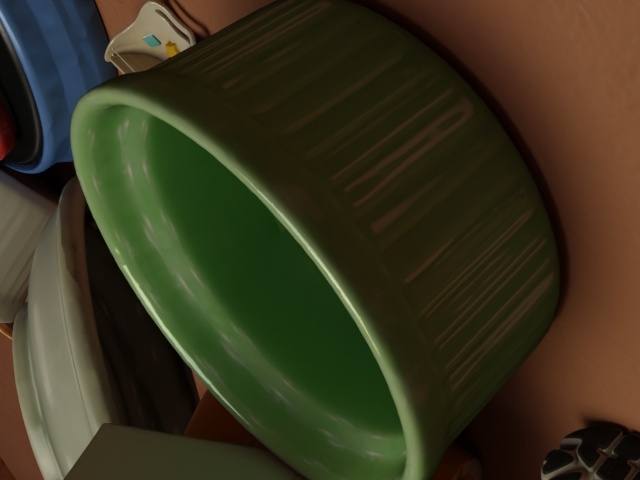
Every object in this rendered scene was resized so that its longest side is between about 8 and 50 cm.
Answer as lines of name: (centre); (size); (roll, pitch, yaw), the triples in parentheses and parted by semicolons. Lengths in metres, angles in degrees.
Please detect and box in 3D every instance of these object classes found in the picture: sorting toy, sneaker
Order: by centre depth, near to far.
sneaker: (0.205, 0.176, 0.760); (0.170, 0.068, 0.071); (32, 155, 37)
sorting toy: (-0.112, -0.136, 0.920); (0.083, 0.045, 0.075); (46, 148, 14)

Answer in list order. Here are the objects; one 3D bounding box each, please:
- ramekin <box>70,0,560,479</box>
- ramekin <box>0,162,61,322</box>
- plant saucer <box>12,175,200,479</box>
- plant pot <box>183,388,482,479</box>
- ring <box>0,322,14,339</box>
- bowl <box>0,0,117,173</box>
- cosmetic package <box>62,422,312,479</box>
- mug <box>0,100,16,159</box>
ramekin: (0.000, 0.000, 0.773); (0.303, 0.148, 0.303); (40, 154, 24)
ramekin: (-0.391, -0.048, 1.310); (0.277, 0.135, 0.277); (37, -179, 0)
plant saucer: (-0.189, 0.143, 1.132); (0.400, 0.100, 0.400); (-17, -90, -87)
plant pot: (0.015, 0.193, 0.985); (0.188, 0.205, 0.205); (21, 145, 24)
ring: (-0.345, 0.089, 1.471); (0.336, 0.032, 0.336); (38, 180, 0)
bowl: (-0.331, -0.231, 1.130); (0.391, 0.077, 0.391); (40, 153, 25)
cosmetic package: (-0.064, 0.266, 0.867); (0.225, 0.138, 0.224); (6, 118, 15)
mug: (-0.346, -0.140, 1.098); (0.169, 0.150, 0.113); (90, 173, -48)
